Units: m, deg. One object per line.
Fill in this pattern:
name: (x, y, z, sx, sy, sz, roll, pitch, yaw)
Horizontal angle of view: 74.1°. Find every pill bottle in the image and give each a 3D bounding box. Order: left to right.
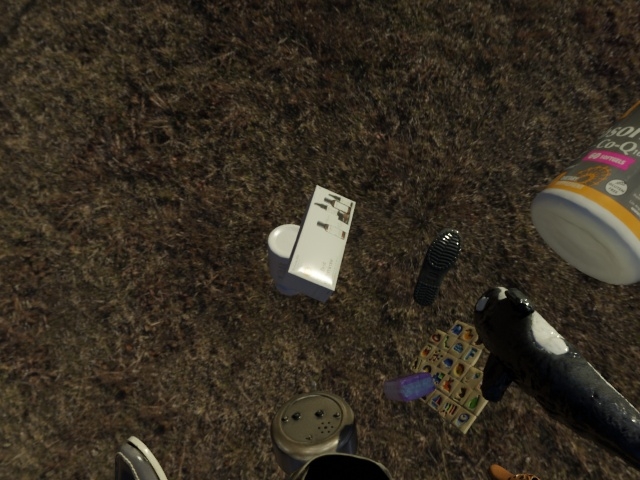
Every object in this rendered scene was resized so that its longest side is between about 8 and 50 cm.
pill bottle: (-0.095, 0.069, 1.322, 0.131, 0.229, 0.131, 2, 51, -2)
pill bottle: (0.432, -0.088, 0.550, 0.278, 0.162, 0.162, -43, 82, -1)

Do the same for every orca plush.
orca plush: (0.230, 0.158, 0.453, 0.102, 0.151, 0.287, -37, 39, 8)

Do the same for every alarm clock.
alarm clock: (-0.010, 0.294, 0.621, 0.129, 0.192, 0.064, -6, 115, 3)

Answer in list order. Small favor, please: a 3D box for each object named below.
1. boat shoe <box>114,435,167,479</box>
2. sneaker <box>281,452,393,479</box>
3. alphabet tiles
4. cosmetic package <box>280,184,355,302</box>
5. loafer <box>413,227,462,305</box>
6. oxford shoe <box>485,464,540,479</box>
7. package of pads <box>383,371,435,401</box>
boat shoe: (-0.208, 0.322, 0.472, 0.075, 0.065, 0.206, 10, 109, 36)
sneaker: (-0.050, 0.226, 0.323, 0.221, 0.118, 0.083, -17, 46, -16)
alphabet tiles: (0.283, 0.268, 0.898, 0.009, 0.237, 0.198, 43, 80, -18)
cosmetic package: (0.000, 0.000, 0.876, 0.098, 0.239, 0.060, 21, 142, -7)
loafer: (0.305, 0.066, 1.138, 0.080, 0.078, 0.220, 27, 97, 4)
oxford shoe: (0.477, 0.575, 0.991, 0.076, 0.212, 0.076, 4, 90, -23)
package of pads: (0.127, 0.213, 0.618, 0.050, 0.083, 0.032, -11, 73, -13)
